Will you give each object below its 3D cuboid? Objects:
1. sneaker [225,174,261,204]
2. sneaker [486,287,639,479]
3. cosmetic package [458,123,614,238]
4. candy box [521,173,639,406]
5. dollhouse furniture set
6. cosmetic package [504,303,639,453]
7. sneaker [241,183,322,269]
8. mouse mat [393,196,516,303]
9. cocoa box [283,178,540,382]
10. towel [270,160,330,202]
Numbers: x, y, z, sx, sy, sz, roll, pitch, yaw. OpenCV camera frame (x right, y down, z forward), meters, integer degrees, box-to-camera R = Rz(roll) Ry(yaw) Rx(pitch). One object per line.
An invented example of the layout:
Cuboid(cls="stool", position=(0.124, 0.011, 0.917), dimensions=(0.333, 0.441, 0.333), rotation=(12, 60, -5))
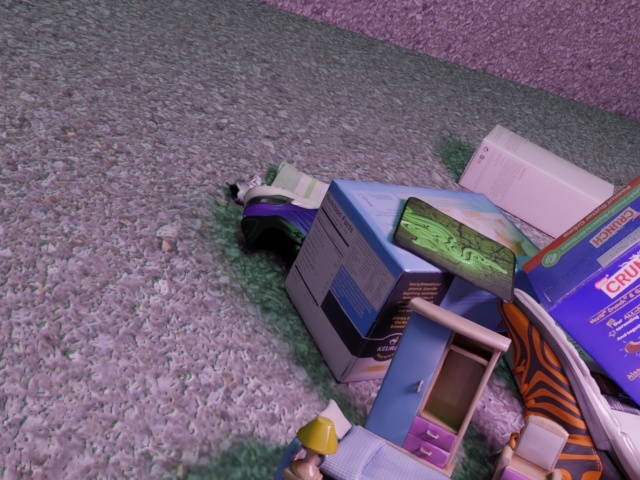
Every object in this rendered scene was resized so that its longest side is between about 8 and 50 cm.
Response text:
Cuboid(cls="sneaker", position=(-0.153, -0.105, 1.336), dimensions=(0.069, 0.038, 0.098), rotation=(16, 31, -17))
Cuboid(cls="sneaker", position=(0.291, 0.233, 0.938), dimensions=(0.321, 0.180, 0.124), rotation=(63, 10, 24))
Cuboid(cls="cosmetic package", position=(0.583, -0.150, 1.839), dimensions=(0.365, 0.155, 0.197), rotation=(33, 31, 12))
Cuboid(cls="candy box", position=(0.501, 0.074, 1.016), dimensions=(0.317, 0.268, 0.122), rotation=(41, 19, -29))
Cuboid(cls="dollhouse furniture set", position=(0.145, 0.216, 0.768), dimensions=(0.286, 0.198, 0.303), rotation=(24, 10, 18))
Cuboid(cls="cosmetic package", position=(0.487, 0.274, 1.159), dimensions=(0.284, 0.097, 0.377), rotation=(18, 30, -19))
Cuboid(cls="sneaker", position=(0.000, 0.001, 1.214), dimensions=(0.293, 0.102, 0.146), rotation=(9, 48, -4))
Cuboid(cls="mouse mat", position=(0.200, 0.009, 0.992), dimensions=(0.189, 0.007, 0.153), rotation=(28, 33, 1))
Cuboid(cls="cocoa box", position=(0.162, 0.062, 1.115), dimensions=(0.347, 0.228, 0.231), rotation=(2, 37, -34))
Cuboid(cls="towel", position=(0.045, -0.047, 1.393), dimensions=(0.324, 0.038, 0.248), rotation=(23, 31, -4))
